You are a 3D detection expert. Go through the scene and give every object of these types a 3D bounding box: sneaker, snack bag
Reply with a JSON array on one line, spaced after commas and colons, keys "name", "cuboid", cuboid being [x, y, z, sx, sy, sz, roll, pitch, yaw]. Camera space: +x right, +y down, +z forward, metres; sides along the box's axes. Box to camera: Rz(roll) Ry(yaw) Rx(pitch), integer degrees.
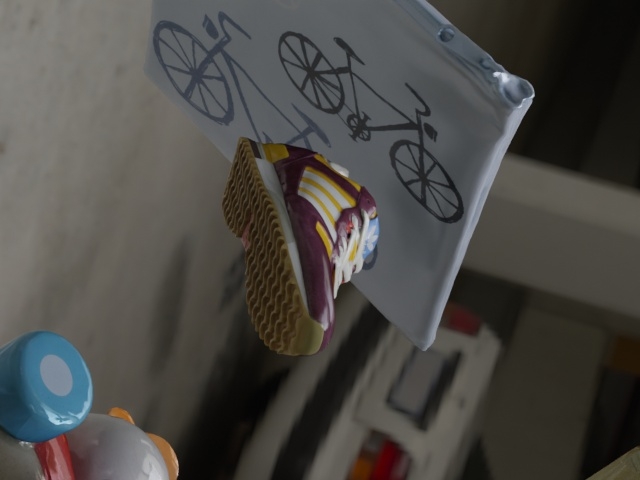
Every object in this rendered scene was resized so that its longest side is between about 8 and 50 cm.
[{"name": "sneaker", "cuboid": [0.000, 0.000, 1.005, 0.185, 0.084, 0.069, -108, -150, -53]}, {"name": "snack bag", "cuboid": [-0.006, -0.113, 1.195, 0.037, 0.323, 0.342, -37, 161, -24]}]

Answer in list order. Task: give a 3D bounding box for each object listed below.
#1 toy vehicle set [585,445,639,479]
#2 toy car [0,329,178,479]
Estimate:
[{"name": "toy vehicle set", "cuboid": [0.115, 0.188, 0.895, 0.267, 0.166, 0.035, -40, -123, 31]}, {"name": "toy car", "cuboid": [-0.192, 0.168, 1.295, 0.238, 0.219, 0.210, -16, 81, -58]}]
